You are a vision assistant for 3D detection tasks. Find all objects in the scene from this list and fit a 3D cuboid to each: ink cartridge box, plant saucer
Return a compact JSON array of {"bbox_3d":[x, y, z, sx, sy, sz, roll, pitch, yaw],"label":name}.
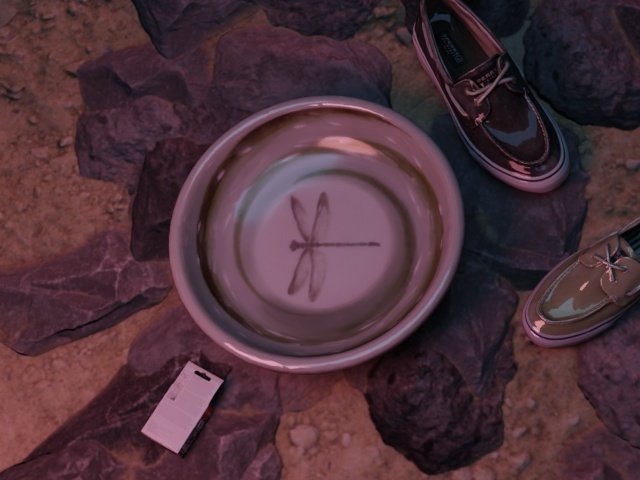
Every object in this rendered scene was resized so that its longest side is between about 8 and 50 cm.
[{"bbox_3d":[-0.180,0.225,1.938,0.062,0.029,0.115,27,73,21],"label":"ink cartridge box"},{"bbox_3d":[0.000,0.000,1.960,0.400,0.100,0.401,-5,67,11],"label":"plant saucer"}]

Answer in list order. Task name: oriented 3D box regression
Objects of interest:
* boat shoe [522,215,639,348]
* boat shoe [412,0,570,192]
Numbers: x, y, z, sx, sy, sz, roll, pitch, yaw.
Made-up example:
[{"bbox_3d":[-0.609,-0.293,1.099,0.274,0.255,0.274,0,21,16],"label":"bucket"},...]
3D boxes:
[{"bbox_3d":[0.386,0.026,1.875,0.302,0.094,0.109,-35,65,-5],"label":"boat shoe"},{"bbox_3d":[0.220,-0.207,1.998,0.121,0.119,0.335,-34,64,-5],"label":"boat shoe"}]
